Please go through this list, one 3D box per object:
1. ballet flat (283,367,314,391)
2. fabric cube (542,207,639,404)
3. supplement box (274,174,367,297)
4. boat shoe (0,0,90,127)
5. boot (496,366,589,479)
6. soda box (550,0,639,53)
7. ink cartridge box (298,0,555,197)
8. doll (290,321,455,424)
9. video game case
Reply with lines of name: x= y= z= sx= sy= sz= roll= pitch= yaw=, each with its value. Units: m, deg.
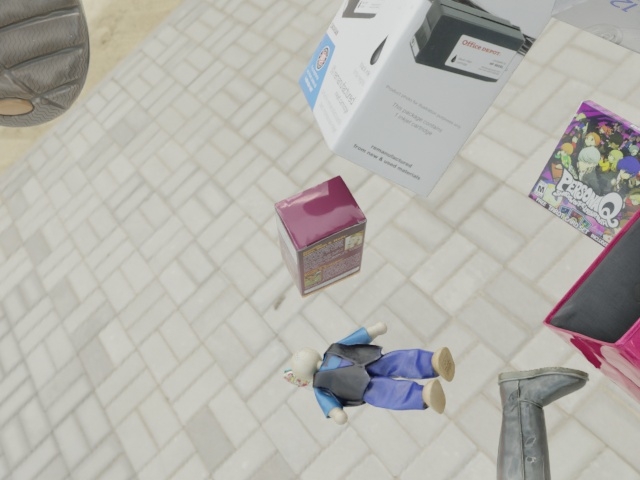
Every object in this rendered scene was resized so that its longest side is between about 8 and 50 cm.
ballet flat: x=0.020 y=0.318 z=1.585 sx=0.091 sy=0.241 sz=0.077 roll=-32 pitch=68 yaw=44
fabric cube: x=0.530 y=0.121 z=0.959 sx=0.258 sy=0.259 sz=0.254 roll=42 pitch=89 yaw=-2
supplement box: x=0.000 y=0.000 z=0.980 sx=0.104 sy=0.188 sz=0.080 roll=-24 pitch=68 yaw=-10
boat shoe: x=-0.241 y=-0.264 z=0.489 sx=0.130 sy=0.133 sz=0.355 roll=-149 pitch=60 yaw=-64
boot: x=0.390 y=0.336 z=1.202 sx=0.190 sy=0.076 sz=0.208 roll=-23 pitch=50 yaw=46
soda box: x=0.328 y=-0.170 z=0.506 sx=0.091 sy=0.287 sz=0.098 roll=-155 pitch=82 yaw=-77
ink cartridge box: x=0.151 y=-0.305 z=0.920 sx=0.394 sy=0.166 sz=0.285 roll=-57 pitch=25 yaw=22
doll: x=0.049 y=0.140 z=0.738 sx=0.189 sy=0.046 sz=0.129 roll=-3 pitch=48 yaw=35
video game case: x=0.520 y=-0.105 z=1.218 sx=0.232 sy=0.042 sz=0.210 roll=41 pitch=126 yaw=29
